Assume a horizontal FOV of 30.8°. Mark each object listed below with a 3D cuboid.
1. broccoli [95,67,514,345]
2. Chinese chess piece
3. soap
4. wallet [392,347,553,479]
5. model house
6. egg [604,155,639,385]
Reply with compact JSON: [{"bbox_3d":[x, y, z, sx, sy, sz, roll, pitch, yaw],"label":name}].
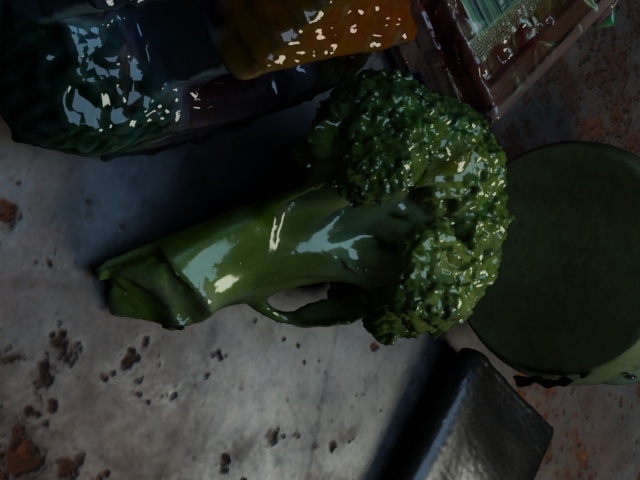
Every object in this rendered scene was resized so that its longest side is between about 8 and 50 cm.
[{"bbox_3d":[0.034,-0.005,0.872,0.302,0.254,0.186,-17,61,-49],"label":"broccoli"},{"bbox_3d":[0.234,0.024,1.082,0.092,0.237,0.238,17,79,-60],"label":"Chinese chess piece"},{"bbox_3d":[0.171,-0.241,1.101,0.273,0.098,0.218,-45,120,-33],"label":"soap"},{"bbox_3d":[0.111,0.274,1.098,0.170,0.044,0.321,45,65,-33],"label":"wallet"},{"bbox_3d":[-0.012,-0.240,0.750,0.360,0.339,0.298,-19,95,-42],"label":"model house"},{"bbox_3d":[0.310,0.030,1.190,0.169,0.169,0.237,22,75,-41],"label":"egg"}]
